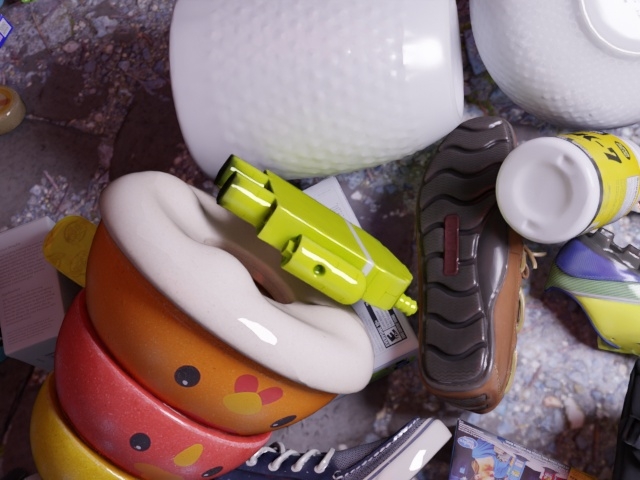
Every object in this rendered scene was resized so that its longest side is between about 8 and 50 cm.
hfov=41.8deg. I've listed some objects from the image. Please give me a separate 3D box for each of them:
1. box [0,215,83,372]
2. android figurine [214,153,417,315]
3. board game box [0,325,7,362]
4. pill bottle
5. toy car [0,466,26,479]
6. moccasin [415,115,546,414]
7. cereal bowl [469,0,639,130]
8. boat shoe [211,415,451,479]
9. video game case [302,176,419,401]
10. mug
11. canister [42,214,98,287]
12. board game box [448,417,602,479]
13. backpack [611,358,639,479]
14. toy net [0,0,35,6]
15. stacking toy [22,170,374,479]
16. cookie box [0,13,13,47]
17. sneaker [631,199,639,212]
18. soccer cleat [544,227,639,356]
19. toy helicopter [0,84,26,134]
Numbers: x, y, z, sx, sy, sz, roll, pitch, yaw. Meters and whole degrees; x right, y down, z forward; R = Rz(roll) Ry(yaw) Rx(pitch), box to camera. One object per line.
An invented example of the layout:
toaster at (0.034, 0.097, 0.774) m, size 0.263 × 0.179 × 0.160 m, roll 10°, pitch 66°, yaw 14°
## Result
box at (-0.366, 0.077, 1.137) m, size 0.090 × 0.130 × 0.171 m, roll -20°, pitch 66°, yaw 5°
android figurine at (0.000, 0.000, 0.974) m, size 0.272 × 0.248 × 0.056 m, roll 33°, pitch 100°, yaw -19°
board game box at (-0.567, 0.165, 1.079) m, size 0.336 × 0.254 × 0.079 m, roll -42°, pitch 67°, yaw -6°
pill bottle at (0.306, -0.069, 0.991) m, size 0.119 × 0.208 × 0.119 m, roll 9°, pitch 104°, yaw 38°
toy car at (-0.420, 0.377, 1.058) m, size 0.155 × 0.149 × 0.188 m, roll 29°, pitch 49°, yaw 17°
moccasin at (0.200, 0.022, 1.042) m, size 0.139 × 0.147 × 0.380 m, roll -11°, pitch 63°, yaw 24°
cereal bowl at (0.362, -0.303, 1.036) m, size 0.338 × 0.141 × 0.339 m, roll -1°, pitch 99°, yaw -6°
boat shoe at (-0.020, 0.282, 0.985) m, size 0.340 × 0.127 × 0.158 m, roll -38°, pitch 74°, yaw -4°
video game case at (-0.033, 0.084, 1.102) m, size 0.244 × 0.061 × 0.270 m, roll -26°, pitch 66°, yaw 0°
mug at (0.021, -0.248, 1.120) m, size 0.327 × 0.276 × 0.374 m, roll -3°, pitch 34°, yaw 15°
canister at (-0.272, 0.045, 1.107) m, size 0.126 × 0.170 × 0.073 m, roll 30°, pitch 78°, yaw 20°
board game box at (0.211, 0.333, 0.956) m, size 0.194 × 0.060 × 0.194 m, roll 21°, pitch 76°, yaw 18°
backpack at (0.489, 0.295, 0.829) m, size 0.355 × 0.273 × 0.290 m, roll -1°, pitch 65°, yaw 35°
toy net at (-0.573, -0.450, 1.412) m, size 0.122 × 0.045 × 0.232 m, roll -32°, pitch 54°, yaw -25°
stacking toy at (-0.199, 0.197, 0.945) m, size 0.350 × 0.350 × 0.480 m, roll 41°, pitch 101°, yaw 22°
cookie box at (-0.582, -0.341, 1.390) m, size 0.107 × 0.040 × 0.092 m, roll 20°, pitch 74°, yaw 17°
sneaker at (0.470, -0.088, 1.057) m, size 0.214 × 0.083 × 0.084 m, roll -14°, pitch 92°, yaw 25°
soccer cleat at (0.401, 0.105, 1.004) m, size 0.289 × 0.093 × 0.121 m, roll 40°, pitch 112°, yaw 18°
toy helicopter at (-0.628, -0.141, 1.299) m, size 0.355 × 0.140 × 0.235 m, roll -34°, pitch 57°, yaw -14°
